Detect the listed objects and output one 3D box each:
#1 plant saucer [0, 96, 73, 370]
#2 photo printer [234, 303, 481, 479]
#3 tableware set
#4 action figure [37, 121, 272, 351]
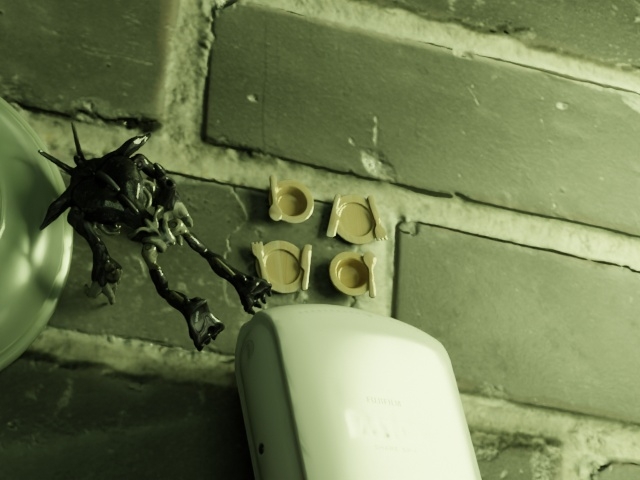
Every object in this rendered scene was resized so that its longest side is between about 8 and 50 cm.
[{"bbox_3d":[-0.445,-0.033,1.817,0.400,0.100,0.400,9,65,-19],"label":"plant saucer"},{"bbox_3d":[0.043,0.209,1.859,0.256,0.107,0.307,11,51,-32],"label":"photo printer"},{"bbox_3d":[0.000,0.000,2.024,0.169,0.020,0.141,9,65,-18],"label":"tableware set"},{"bbox_3d":[-0.191,0.000,1.883,0.276,0.141,0.164,43,66,14],"label":"action figure"}]
